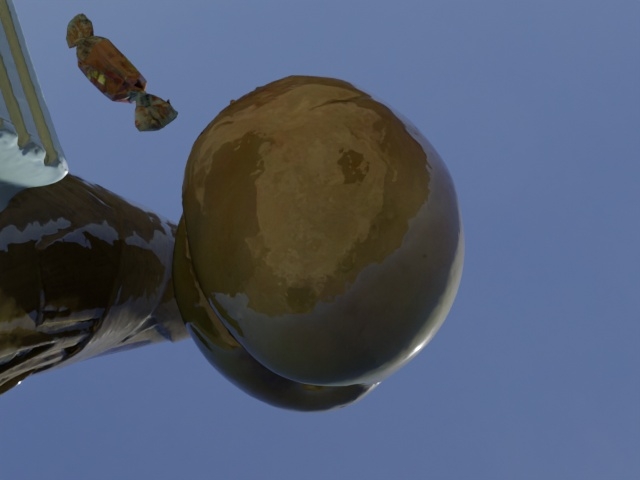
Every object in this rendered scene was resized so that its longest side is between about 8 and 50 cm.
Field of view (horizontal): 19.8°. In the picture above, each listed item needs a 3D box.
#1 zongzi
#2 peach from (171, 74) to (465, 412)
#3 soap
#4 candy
[{"bbox_3d":[-0.225,0.056,1.550,0.467,0.218,0.500,11,-164,-8],"label":"zongzi"},{"bbox_3d":[-0.001,0.000,1.575,0.247,0.292,0.292,13,-151,1],"label":"peach"},{"bbox_3d":[-0.304,-0.167,1.450,0.087,0.265,0.160,-27,157,14],"label":"soap"},{"bbox_3d":[-0.242,-0.193,2.140,0.046,0.182,0.053,-21,151,-55],"label":"candy"}]
